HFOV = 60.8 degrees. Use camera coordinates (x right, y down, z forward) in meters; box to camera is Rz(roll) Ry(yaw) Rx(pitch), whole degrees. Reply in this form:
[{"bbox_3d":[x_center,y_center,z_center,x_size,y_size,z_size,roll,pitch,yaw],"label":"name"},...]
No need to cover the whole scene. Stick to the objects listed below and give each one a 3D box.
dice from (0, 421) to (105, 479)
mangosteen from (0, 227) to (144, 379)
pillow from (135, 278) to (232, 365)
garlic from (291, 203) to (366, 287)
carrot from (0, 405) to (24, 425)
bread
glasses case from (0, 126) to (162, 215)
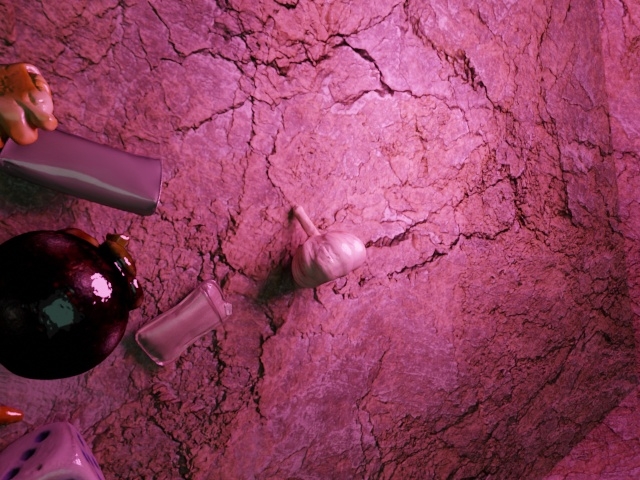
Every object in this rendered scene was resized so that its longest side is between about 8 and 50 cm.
[{"bbox_3d":[-0.577,0.522,1.156,0.193,0.192,0.194,-27,116,-22],"label":"dice"},{"bbox_3d":[-0.498,0.125,1.065,0.313,0.297,0.297,13,95,-58],"label":"mangosteen"},{"bbox_3d":[-0.325,0.200,1.325,0.232,0.038,0.131,-37,120,-18],"label":"pillow"},{"bbox_3d":[0.000,0.000,1.420,0.199,0.199,0.226,-23,84,-25],"label":"garlic"},{"bbox_3d":[-0.693,0.363,1.136,0.139,0.048,0.048,10,96,-35],"label":"carrot"},{"bbox_3d":[-0.641,-0.231,0.963,0.311,0.173,0.121,-10,145,-24],"label":"bread"},{"bbox_3d":[-0.479,-0.148,1.117,0.308,0.083,0.128,18,72,-20],"label":"glasses case"}]
